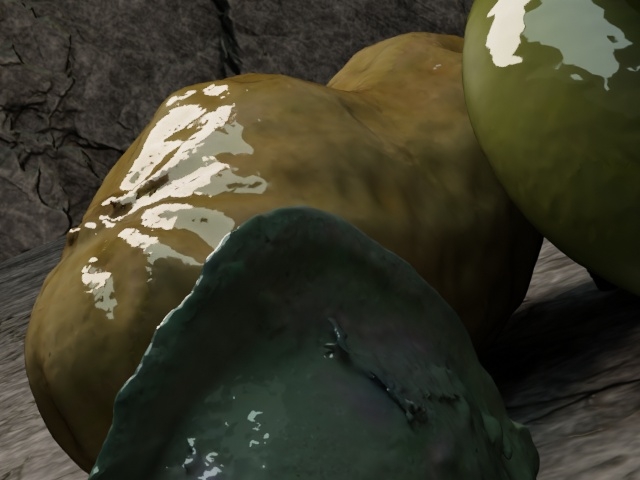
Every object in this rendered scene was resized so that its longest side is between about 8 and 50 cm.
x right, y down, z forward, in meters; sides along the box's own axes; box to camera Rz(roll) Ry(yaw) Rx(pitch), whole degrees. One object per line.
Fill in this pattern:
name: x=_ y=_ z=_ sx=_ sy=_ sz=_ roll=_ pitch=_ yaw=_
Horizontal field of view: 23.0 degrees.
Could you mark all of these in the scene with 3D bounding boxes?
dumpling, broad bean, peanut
dumpling: x=0.005 y=0.077 z=0.497 sx=0.105 sy=0.149 sz=0.217 roll=36 pitch=35 yaw=29
broad bean: x=0.185 y=-0.078 z=0.756 sx=0.238 sy=0.119 sz=0.291 roll=10 pitch=44 yaw=-5
peanut: x=0.000 y=0.000 z=0.789 sx=0.169 sy=0.192 sz=0.387 roll=-44 pitch=-7 yaw=38

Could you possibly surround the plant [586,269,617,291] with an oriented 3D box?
plant: x=0.186 y=-0.026 z=0.864 sx=0.143 sy=0.094 sz=0.092 roll=-22 pitch=-5 yaw=-46
